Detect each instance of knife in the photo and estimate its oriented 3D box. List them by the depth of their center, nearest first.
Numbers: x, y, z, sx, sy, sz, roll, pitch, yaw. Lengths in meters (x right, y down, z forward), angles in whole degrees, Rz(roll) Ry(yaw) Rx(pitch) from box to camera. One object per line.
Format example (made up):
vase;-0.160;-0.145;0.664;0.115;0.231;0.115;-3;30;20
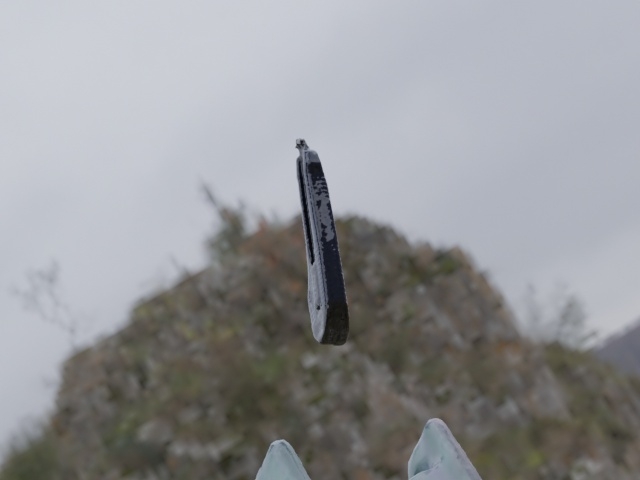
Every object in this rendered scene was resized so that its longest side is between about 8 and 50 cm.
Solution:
knife;0.000;0.000;1.109;0.018;0.121;0.031;-4;-13;-14

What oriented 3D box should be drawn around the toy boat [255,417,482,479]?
toy boat;0.058;0.181;0.497;0.134;0.299;0.092;-6;-45;-30
